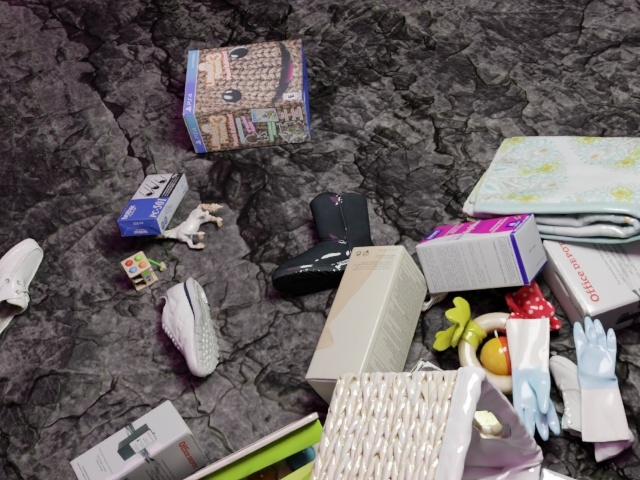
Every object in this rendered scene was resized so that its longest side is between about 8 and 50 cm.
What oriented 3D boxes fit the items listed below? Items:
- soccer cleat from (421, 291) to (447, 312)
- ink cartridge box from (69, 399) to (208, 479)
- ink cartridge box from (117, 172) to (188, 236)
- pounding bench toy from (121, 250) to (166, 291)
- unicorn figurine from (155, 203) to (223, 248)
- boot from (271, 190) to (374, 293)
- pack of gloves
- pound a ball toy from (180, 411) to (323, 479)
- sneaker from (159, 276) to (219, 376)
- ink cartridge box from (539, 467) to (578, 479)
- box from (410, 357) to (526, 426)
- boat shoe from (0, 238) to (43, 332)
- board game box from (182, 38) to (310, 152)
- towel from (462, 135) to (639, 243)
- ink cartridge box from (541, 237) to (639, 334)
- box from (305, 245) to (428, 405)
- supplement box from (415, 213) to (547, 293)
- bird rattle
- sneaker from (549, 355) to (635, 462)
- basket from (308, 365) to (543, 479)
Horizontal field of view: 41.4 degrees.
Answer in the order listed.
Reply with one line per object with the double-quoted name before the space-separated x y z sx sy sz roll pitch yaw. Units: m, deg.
"soccer cleat" 0.235 0.116 1.758 0.083 0.035 0.029 -35 56 -16
"ink cartridge box" -0.329 0.409 1.557 0.208 0.153 0.087 -31 54 -15
"ink cartridge box" -0.382 -0.085 1.948 0.097 0.046 0.207 -3 33 13
"pounding bench toy" -0.388 0.059 1.877 0.083 0.065 0.052 -30 55 -14
"unicorn figurine" -0.300 -0.028 1.939 0.111 0.060 0.162 18 44 31
"boot" 0.000 0.000 1.840 0.247 0.094 0.207 -10 56 -7
"pack of gloves" 0.444 0.245 1.528 0.195 0.046 0.232 -5 68 9
"pound a ball toy" -0.107 0.472 1.512 0.319 0.136 0.208 -26 80 -11
"sneaker" -0.277 0.190 1.763 0.095 0.090 0.235 -23 49 7
"ink cartridge box" 0.463 0.538 1.399 0.275 0.060 0.238 16 57 20
"box" 0.263 0.321 1.589 0.232 0.058 0.087 31 63 26
"boat shoe" -0.682 0.126 1.858 0.096 0.098 0.277 21 69 21
"board game box" -0.178 -0.360 2.106 0.291 0.141 0.232 -6 53 4
"towel" 0.520 -0.121 1.768 0.375 0.090 0.320 6 38 29
"ink cartridge box" 0.604 0.059 1.694 0.273 0.114 0.197 -17 53 -6
"box" 0.097 0.174 1.653 0.121 0.148 0.311 -2 49 34
"supplement box" 0.320 0.028 1.693 0.220 0.113 0.111 -10 17 37
"bird rattle" 0.353 0.201 1.655 0.254 0.143 0.206 -4 64 -11
"sneaker" 0.474 0.309 1.561 0.094 0.080 0.212 -34 57 -2
"basket" 0.167 0.414 1.345 0.267 0.328 0.331 -6 52 32
